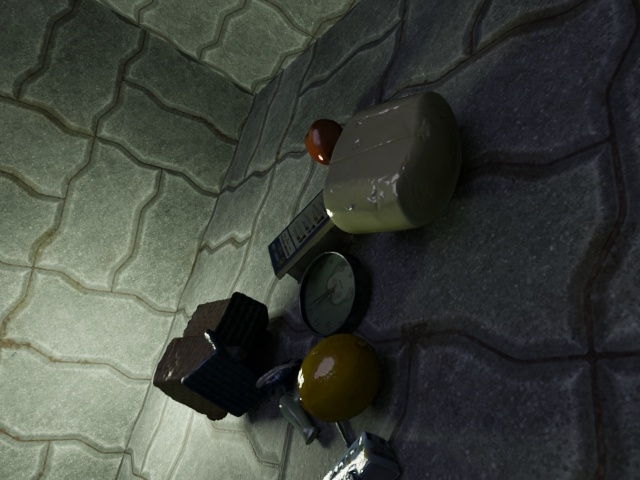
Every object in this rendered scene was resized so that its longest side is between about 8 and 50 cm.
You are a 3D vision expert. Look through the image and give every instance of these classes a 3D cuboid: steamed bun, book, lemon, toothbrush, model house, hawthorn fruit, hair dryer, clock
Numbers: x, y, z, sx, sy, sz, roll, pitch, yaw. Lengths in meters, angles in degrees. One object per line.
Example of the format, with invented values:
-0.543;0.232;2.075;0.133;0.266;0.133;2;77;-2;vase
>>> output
0.247;-0.223;1.426;0.371;0.290;0.455;-3;59;46;steamed bun
-0.037;-0.066;1.724;0.428;0.039;0.300;-46;23;8;book
0.055;0.399;1.324;0.263;0.236;0.235;-46;33;44;lemon
0.050;0.561;1.426;0.016;0.019;0.219;-61;29;13;toothbrush
0.000;0.000;1.825;0.326;0.169;0.244;-41;28;30;model house
0.027;-0.435;2.103;0.199;0.200;0.251;-40;51;39;hawthorn fruit
-0.031;0.538;1.557;0.237;0.075;0.206;-58;35;-3;hair dryer
0.037;0.193;1.623;0.319;0.066;0.318;-20;64;47;clock
-0.372;0.483;1.906;0.400;0.395;0.445;-20;36;36;model house

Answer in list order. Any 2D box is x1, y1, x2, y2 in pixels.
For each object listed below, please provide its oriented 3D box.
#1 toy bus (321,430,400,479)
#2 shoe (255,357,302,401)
0.070;0.670;1.217;0.329;0.109;0.136;-56;20;17;toy bus
-0.145;0.523;1.722;0.207;0.106;0.091;-39;-10;11;shoe
